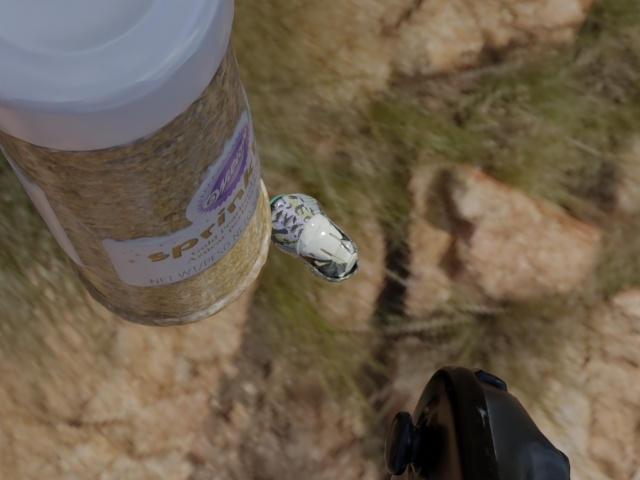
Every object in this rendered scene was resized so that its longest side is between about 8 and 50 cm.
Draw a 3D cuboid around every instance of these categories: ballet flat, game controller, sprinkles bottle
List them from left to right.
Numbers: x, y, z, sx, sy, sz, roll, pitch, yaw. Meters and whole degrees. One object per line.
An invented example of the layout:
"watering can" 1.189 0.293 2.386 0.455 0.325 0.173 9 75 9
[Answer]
"sprinkles bottle" -0.091 -0.057 0.837 0.121 0.121 0.355 -43 167 -10
"ballet flat" 0.000 0.000 1.136 0.041 0.041 0.114 -53 154 -3
"game controller" 0.016 0.202 0.594 0.067 0.166 0.319 15 118 1
